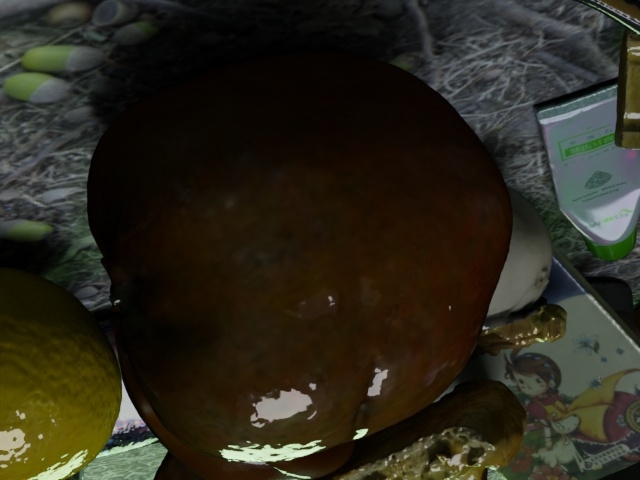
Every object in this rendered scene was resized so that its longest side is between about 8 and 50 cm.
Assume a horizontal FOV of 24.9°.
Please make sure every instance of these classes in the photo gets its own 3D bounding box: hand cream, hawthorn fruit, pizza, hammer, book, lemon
[{"bbox_3d":[0.246,-0.060,1.267,0.079,0.050,0.275,-42,152,-6],"label":"hand cream"},{"bbox_3d":[0.000,0.000,0.972,0.300,0.268,0.268,-17,158,-17],"label":"hawthorn fruit"},{"bbox_3d":[0.056,0.212,1.292,0.287,0.075,0.280,-29,178,13],"label":"pizza"},{"bbox_3d":[0.246,-0.140,1.012,0.201,0.021,0.078,20,102,-25],"label":"hammer"},{"bbox_3d":[0.184,0.111,1.368,0.322,0.018,0.228,45,127,-15],"label":"book"},{"bbox_3d":[-0.256,0.113,1.165,0.186,0.187,0.244,-22,148,15],"label":"lemon"}]

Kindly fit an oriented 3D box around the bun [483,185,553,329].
[{"bbox_3d":[0.106,-0.001,1.201,0.172,0.120,0.173,-5,-168,1],"label":"bun"}]

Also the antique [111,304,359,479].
[{"bbox_3d":[-0.068,0.104,1.205,0.129,0.224,0.278,-28,162,23],"label":"antique"}]

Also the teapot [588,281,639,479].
[{"bbox_3d":[0.305,0.231,1.552,0.253,0.344,0.300,-13,159,-15],"label":"teapot"}]

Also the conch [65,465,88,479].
[{"bbox_3d":[-0.337,0.291,1.515,0.197,0.249,0.368,22,136,0],"label":"conch"}]

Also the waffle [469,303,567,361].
[{"bbox_3d":[0.114,0.083,1.315,0.160,0.046,0.192,5,163,-23],"label":"waffle"}]

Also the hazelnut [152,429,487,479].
[{"bbox_3d":[0.004,0.277,1.537,0.372,0.315,0.372,-15,-161,5],"label":"hazelnut"}]

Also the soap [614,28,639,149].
[{"bbox_3d":[0.343,-0.109,1.082,0.252,0.092,0.037,2,-170,-7],"label":"soap"}]

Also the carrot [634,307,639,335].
[{"bbox_3d":[0.383,0.135,1.748,0.067,0.067,0.225,-12,159,-7],"label":"carrot"}]

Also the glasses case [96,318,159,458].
[{"bbox_3d":[-0.227,0.142,1.338,0.327,0.076,0.125,-13,123,-5],"label":"glasses case"}]
